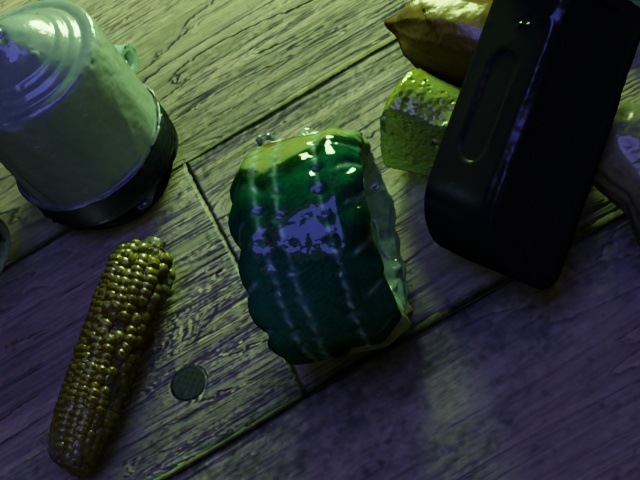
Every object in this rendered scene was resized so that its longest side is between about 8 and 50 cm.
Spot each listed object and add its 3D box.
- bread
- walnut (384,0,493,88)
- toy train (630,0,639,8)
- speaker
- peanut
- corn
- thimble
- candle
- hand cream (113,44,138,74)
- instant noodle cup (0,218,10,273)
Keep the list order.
[{"bbox_3d":[0.139,-0.145,1.980,0.114,0.129,0.111,23,53,19],"label":"bread"},{"bbox_3d":[0.194,-0.249,2.006,0.245,0.137,0.137,24,72,20],"label":"walnut"},{"bbox_3d":[0.401,-0.318,2.007,0.149,0.081,0.099,6,66,21],"label":"toy train"},{"bbox_3d":[0.217,-0.158,1.822,0.180,0.184,0.388,24,98,50],"label":"speaker"},{"bbox_3d":[0.410,-0.046,1.836,0.136,0.120,0.298,-24,60,-13],"label":"peanut"},{"bbox_3d":[-0.261,0.137,1.979,0.097,0.097,0.319,10,68,23],"label":"corn"},{"bbox_3d":[0.000,0.000,1.867,0.167,0.254,0.288,-15,57,10],"label":"thimble"},{"bbox_3d":[-0.337,-0.173,2.032,0.221,0.342,0.221,-11,55,17],"label":"candle"},{"bbox_3d":[-0.418,-0.252,2.262,0.331,0.058,0.085,2,65,20],"label":"hand cream"},{"bbox_3d":[-0.542,-0.027,2.110,0.236,0.215,0.215,34,77,22],"label":"instant noodle cup"}]
